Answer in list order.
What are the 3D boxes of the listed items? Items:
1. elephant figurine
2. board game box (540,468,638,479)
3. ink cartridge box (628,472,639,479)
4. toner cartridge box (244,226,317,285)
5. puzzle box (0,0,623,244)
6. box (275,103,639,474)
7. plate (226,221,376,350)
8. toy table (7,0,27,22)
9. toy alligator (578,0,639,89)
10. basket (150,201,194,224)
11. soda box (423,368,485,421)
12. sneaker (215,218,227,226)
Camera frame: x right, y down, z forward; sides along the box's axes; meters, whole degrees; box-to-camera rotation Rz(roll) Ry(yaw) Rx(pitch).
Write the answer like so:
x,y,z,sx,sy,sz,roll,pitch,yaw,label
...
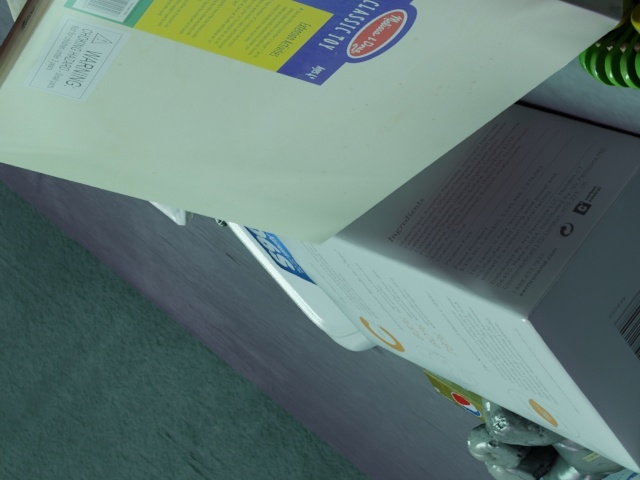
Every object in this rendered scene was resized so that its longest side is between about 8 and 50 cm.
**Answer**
x,y,z,sx,sy,sz,roll,pitch,yaw,label
0.219,0.091,1.488,0.186,0.239,0.169,13,148,1,elephant figurine
0.262,0.390,1.941,0.066,0.319,0.318,40,168,-9,board game box
0.355,0.215,1.190,0.201,0.278,0.117,43,-151,-13,ink cartridge box
-0.054,-0.129,1.423,0.075,0.165,0.348,22,159,50,toner cartridge box
-0.038,-0.109,1.006,0.272,0.052,0.409,16,157,-20,puzzle box
0.142,0.012,1.347,0.345,0.168,0.215,23,159,49,box
0.000,0.000,1.738,0.277,0.045,0.278,50,152,-5,plate
-0.277,-0.290,1.370,0.161,0.252,0.274,87,175,-67,toy table
0.210,-0.112,1.000,0.056,0.051,0.189,47,165,-31,toy alligator
-0.173,-0.105,1.966,0.113,0.103,0.167,38,166,7,basket
0.212,0.186,1.970,0.181,0.058,0.061,29,163,36,soda box
-0.140,-0.052,2.221,0.035,0.031,0.083,46,170,42,sneaker
